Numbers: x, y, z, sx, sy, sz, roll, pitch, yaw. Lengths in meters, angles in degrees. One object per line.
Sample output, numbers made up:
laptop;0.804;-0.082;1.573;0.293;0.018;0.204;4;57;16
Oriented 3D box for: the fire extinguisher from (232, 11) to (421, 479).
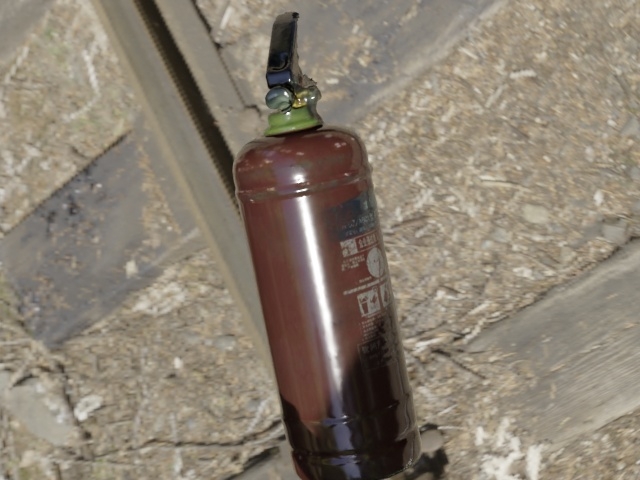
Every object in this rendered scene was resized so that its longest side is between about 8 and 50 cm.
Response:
fire extinguisher;0.000;0.000;0.814;0.102;0.138;0.344;-9;99;14
